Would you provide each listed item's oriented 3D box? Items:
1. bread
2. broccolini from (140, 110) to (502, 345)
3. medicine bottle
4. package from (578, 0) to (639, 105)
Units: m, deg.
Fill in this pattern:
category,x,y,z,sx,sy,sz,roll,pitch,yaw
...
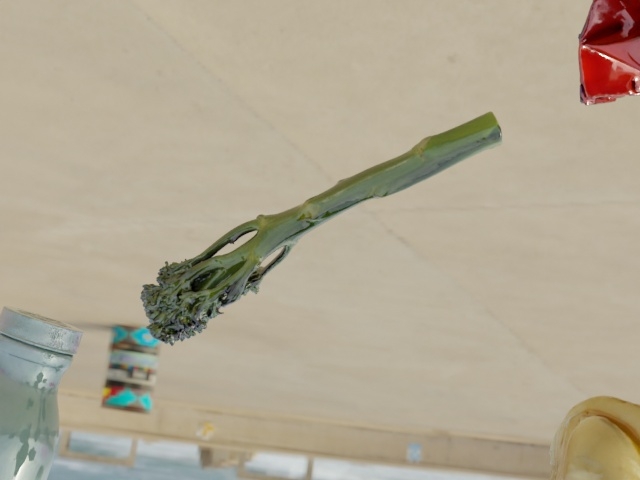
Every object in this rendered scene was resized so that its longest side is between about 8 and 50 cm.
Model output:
category,x,y,z,sx,sy,sz,roll,pitch,yaw
bread,0.163,0.150,0.571,0.084,0.119,0.177,9,167,15
broccolini,-0.001,-0.005,0.970,0.392,0.078,0.074,-25,169,18
medicine bottle,-0.255,0.164,0.823,0.090,0.216,0.090,19,175,2
package,0.361,-0.204,0.667,0.196,0.123,0.423,-13,174,-30
